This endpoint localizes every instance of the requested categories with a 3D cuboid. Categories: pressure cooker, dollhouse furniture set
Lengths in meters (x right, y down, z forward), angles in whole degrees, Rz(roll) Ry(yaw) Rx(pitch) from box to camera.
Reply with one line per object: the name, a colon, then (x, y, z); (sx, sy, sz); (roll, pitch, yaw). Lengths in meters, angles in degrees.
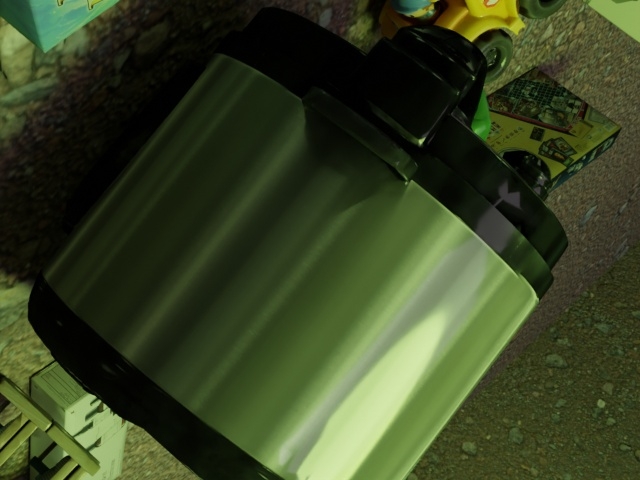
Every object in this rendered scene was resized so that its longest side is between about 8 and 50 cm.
pressure cooker: (0.005, 0.004, 1.048); (0.375, 0.370, 0.420); (39, 87, -34)
dollhouse furniture set: (-0.313, 0.224, 1.199); (0.129, 0.129, 0.184); (-46, -176, -11)

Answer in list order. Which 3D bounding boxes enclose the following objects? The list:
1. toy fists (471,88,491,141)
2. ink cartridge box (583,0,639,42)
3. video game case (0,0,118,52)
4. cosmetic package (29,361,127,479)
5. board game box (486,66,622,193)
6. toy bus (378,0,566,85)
toy fists: (0.110, -0.076, 1.373); (0.142, 0.096, 0.279); (-33, 161, -33)
ink cartridge box: (0.396, -0.348, 1.416); (0.198, 0.273, 0.114); (-35, 158, -35)
video game case: (-0.119, -0.283, 0.757); (0.244, 0.061, 0.269); (-40, 158, -22)
cosmetic package: (-0.265, 0.210, 1.320); (0.099, 0.060, 0.239); (-34, 155, -34)
board game box: (0.301, -0.150, 1.721); (0.243, 0.165, 0.042); (-32, 154, -38)
toy bus: (0.132, -0.279, 1.197); (0.220, 0.149, 0.211); (-50, 147, 8)
